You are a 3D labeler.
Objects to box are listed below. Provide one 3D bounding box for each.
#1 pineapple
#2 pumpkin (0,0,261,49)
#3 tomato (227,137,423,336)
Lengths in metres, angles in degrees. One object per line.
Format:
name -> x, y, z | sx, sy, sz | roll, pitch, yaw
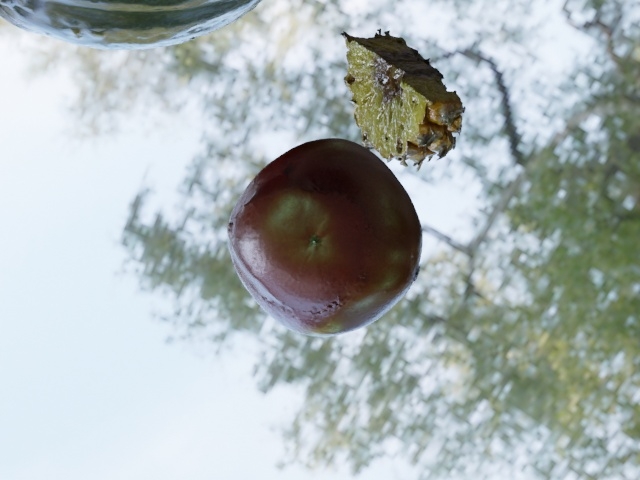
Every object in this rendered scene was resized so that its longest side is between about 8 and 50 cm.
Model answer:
pineapple -> 0.092, -0.152, 1.915 | 0.079, 0.135, 0.233 | -8, -146, -19
pumpkin -> -0.133, -0.288, 0.978 | 0.257, 0.291, 0.327 | -6, -126, -15
tomato -> 0.000, 0.000, 0.697 | 0.087, 0.087, 0.075 | 42, -165, 20
